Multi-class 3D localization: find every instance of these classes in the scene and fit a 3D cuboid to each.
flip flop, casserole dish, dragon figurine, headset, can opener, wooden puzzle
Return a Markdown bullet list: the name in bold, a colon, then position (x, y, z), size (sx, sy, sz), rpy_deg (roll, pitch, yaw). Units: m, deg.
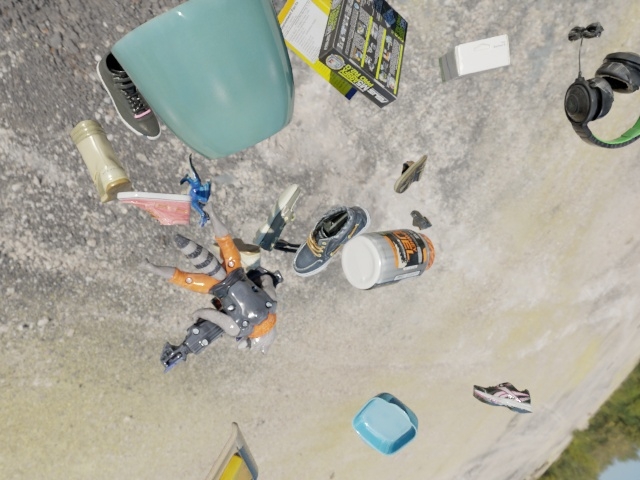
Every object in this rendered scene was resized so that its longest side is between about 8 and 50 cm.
- **flip flop**: position (0.352, -0.273, 1.678), size (0.277, 0.080, 0.112), rpy_deg (-40, 149, -40)
- **casserole dish**: position (0.136, 0.381, 0.881), size (0.037, 0.114, 0.188), rpy_deg (-39, 160, -43)
- **dragon figurine**: position (-0.470, -0.200, 1.643), size (0.144, 0.085, 0.288), rpy_deg (13, 111, -9)
- **headset**: position (0.833, -0.445, 1.209), size (0.243, 0.185, 0.394), rpy_deg (-40, 105, 9)
- **can opener**: position (-0.132, 0.035, 1.944), size (0.073, 0.186, 0.059), rpy_deg (-67, 169, -72)
- **wooden puzzle**: position (-0.176, 0.480, 0.746), size (0.220, 0.045, 0.238), rpy_deg (84, 24, -43)

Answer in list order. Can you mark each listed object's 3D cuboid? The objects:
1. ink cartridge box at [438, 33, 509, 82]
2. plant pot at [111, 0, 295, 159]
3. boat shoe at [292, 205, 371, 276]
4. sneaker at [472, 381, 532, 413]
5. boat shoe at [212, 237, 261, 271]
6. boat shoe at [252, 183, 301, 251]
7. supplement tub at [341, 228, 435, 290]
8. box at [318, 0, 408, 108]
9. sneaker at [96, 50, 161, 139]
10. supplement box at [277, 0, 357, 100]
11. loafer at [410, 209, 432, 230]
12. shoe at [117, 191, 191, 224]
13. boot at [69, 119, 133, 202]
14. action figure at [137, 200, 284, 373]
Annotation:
- **ink cartridge box**: position (0.480, -0.571, 1.334), size (0.155, 0.212, 0.093), rpy_deg (-12, 102, 5)
- **plant pot**: position (-0.181, -0.293, 0.780), size (0.293, 0.293, 0.235), rpy_deg (-34, 114, -18)
- **boat shoe**: position (0.000, 0.000, 0.740), size (0.183, 0.065, 0.083), rpy_deg (-42, 159, 23)
- **sneaker**: position (0.560, 0.473, 1.303), size (0.072, 0.179, 0.077), rpy_deg (96, 11, -60)
- **boat shoe**: position (-0.317, 0.057, 1.593), size (0.109, 0.303, 0.098), rpy_deg (-20, 110, -35)
- **boat shoe**: position (-0.166, -0.094, 1.759), size (0.091, 0.109, 0.304), rpy_deg (34, 90, -21)
- **supplement tub**: position (0.246, 0.059, 1.480), size (0.316, 0.194, 0.193), rpy_deg (-7, 126, -39)
- **box**: position (0.116, -0.502, 1.053), size (0.217, 0.060, 0.269), rpy_deg (25, 64, -32)
- **sneaker**: position (-0.612, -0.468, 1.353), size (0.105, 0.147, 0.295), rpy_deg (-37, 105, -26)
- **supplement box**: position (0.048, -0.694, 1.421), size (0.194, 0.357, 0.195), rpy_deg (-38, -161, 45)
- **loafer**: position (0.424, -0.080, 1.816), size (0.061, 0.062, 0.170), rpy_deg (-38, 143, 21)
- **shoe**: position (-0.424, -0.080, 1.079), size (0.178, 0.063, 0.081), rpy_deg (2, 93, -20)
- **boot**: position (-0.632, -0.220, 1.214), size (0.095, 0.262, 0.203), rpy_deg (-29, 98, -24)
- **action figure**: position (-0.229, 0.135, 0.903), size (0.330, 0.179, 0.341), rpy_deg (49, 68, -15)
